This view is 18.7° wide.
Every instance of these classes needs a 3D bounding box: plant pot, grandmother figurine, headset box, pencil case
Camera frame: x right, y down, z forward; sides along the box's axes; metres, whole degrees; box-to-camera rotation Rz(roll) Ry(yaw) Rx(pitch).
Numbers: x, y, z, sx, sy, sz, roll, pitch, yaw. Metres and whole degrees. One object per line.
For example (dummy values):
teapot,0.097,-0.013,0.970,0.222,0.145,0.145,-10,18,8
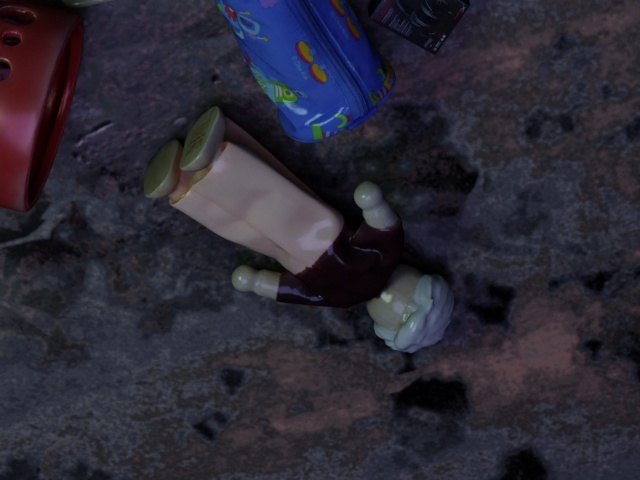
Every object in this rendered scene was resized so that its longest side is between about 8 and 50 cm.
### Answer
plant pot,-0.323,-0.139,1.791,0.174,0.191,0.191,17,121,1
grandmother figurine,0.000,0.000,1.929,0.342,0.104,0.208,36,143,-23
headset box,0.089,-0.222,1.822,0.083,0.032,0.062,27,118,-17
pencil case,-0.039,-0.218,1.735,0.119,0.133,0.306,-36,132,-3

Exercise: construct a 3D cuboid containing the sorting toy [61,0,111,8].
sorting toy,-0.178,-0.309,1.760,0.347,0.047,0.196,-11,121,7
